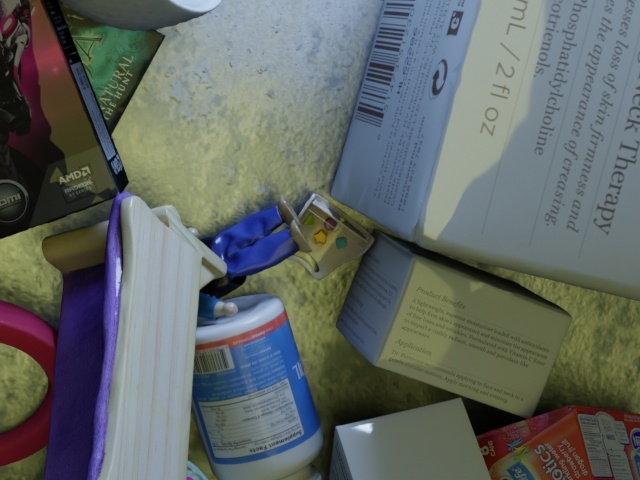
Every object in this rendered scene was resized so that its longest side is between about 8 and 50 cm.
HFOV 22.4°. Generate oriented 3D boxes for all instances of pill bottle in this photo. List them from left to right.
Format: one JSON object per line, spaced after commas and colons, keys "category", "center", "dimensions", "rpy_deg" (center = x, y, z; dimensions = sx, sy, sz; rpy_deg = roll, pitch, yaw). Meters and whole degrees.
{"category": "pill bottle", "center": [-0.068, 0.177, 1.671], "dimensions": [0.124, 0.124, 0.221], "rpy_deg": [-18, 103, -9]}

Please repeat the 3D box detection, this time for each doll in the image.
{"category": "doll", "center": [-0.104, 0.030, 1.651], "dimensions": [0.189, 0.129, 0.046], "rpy_deg": [-29, 140, 5]}

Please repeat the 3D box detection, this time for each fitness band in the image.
{"category": "fitness band", "center": [-0.382, 0.140, 1.589], "dimensions": [0.291, 0.054, 0.209], "rpy_deg": [16, 114, -26]}

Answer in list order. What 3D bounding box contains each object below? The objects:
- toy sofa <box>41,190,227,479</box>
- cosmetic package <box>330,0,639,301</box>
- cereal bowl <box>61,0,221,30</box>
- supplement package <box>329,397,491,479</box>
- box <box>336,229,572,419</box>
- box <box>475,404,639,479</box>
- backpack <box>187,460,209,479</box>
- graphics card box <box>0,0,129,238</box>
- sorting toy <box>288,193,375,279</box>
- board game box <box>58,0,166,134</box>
{"category": "toy sofa", "center": [-0.199, 0.146, 1.494], "dimensions": [0.150, 0.362, 0.177], "rpy_deg": [-14, 147, 25]}
{"category": "cosmetic package", "center": [0.266, -0.129, 1.597], "dimensions": [0.393, 0.327, 0.329], "rpy_deg": [13, 95, -15]}
{"category": "cereal bowl", "center": [-0.220, -0.345, 1.479], "dimensions": [0.141, 0.339, 0.339], "rpy_deg": [-16, 103, 21]}
{"category": "supplement package", "center": [0.089, 0.285, 1.648], "dimensions": [0.139, 0.244, 0.134], "rpy_deg": [-11, 58, -11]}
{"category": "box", "center": [0.133, 0.084, 1.673], "dimensions": [0.181, 0.182, 0.119], "rpy_deg": [21, 95, -14]}
{"category": "box", "center": [0.278, 0.252, 1.676], "dimensions": [0.122, 0.257, 0.128], "rpy_deg": [-22, 71, 29]}
{"category": "backpack", "center": [-0.177, 0.344, 1.624], "dimensions": [0.225, 0.191, 0.253], "rpy_deg": [-21, 80, -10]}
{"category": "graphics card box", "center": [-0.357, -0.178, 1.546], "dimensions": [0.233, 0.094, 0.371], "rpy_deg": [-19, 101, 2]}
{"category": "sorting toy", "center": [0.000, 0.000, 1.705], "dimensions": [0.083, 0.045, 0.075], "rpy_deg": [36, 97, -15]}
{"category": "board game box", "center": [-0.255, -0.157, 1.630], "dimensions": [0.126, 0.026, 0.186], "rpy_deg": [28, 91, -15]}
